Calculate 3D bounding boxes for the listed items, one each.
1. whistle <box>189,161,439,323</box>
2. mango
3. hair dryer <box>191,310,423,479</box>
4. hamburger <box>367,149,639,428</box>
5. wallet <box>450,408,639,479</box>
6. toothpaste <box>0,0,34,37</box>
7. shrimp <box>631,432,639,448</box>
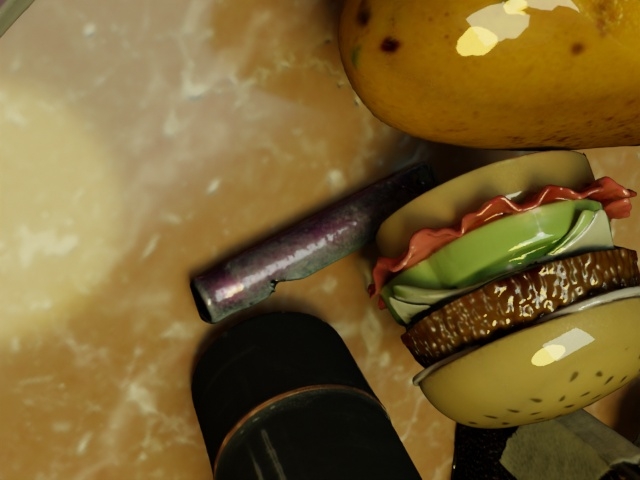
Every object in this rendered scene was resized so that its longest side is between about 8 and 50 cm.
[{"bbox_3d":[0.000,0.000,0.520,0.176,0.033,0.033,-27,113,-14],"label":"whistle"},{"bbox_3d":[0.134,-0.123,0.455,0.290,0.191,0.160,-14,96,-24],"label":"mango"},{"bbox_3d":[-0.035,0.240,0.506,0.107,0.189,0.352,6,115,-23],"label":"hair dryer"},{"bbox_3d":[0.118,0.037,0.489,0.175,0.175,0.137,-12,70,-20],"label":"hamburger"},{"bbox_3d":[0.155,0.231,0.547,0.071,0.221,0.262,-6,107,-17],"label":"wallet"},{"bbox_3d":[-0.147,-0.155,0.406,0.075,0.048,0.301,35,81,0],"label":"toothpaste"},{"bbox_3d":[0.338,0.070,0.654,0.185,0.068,0.287,5,108,-42],"label":"shrimp"}]
